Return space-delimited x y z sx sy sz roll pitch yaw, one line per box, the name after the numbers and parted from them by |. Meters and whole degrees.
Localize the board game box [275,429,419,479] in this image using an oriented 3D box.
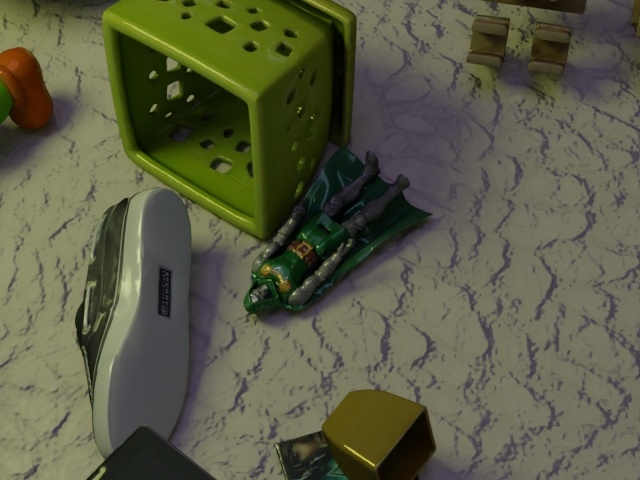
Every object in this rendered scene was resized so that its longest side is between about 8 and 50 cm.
0.040 0.263 1.112 0.126 0.026 0.186 -15 56 -7 | board game box

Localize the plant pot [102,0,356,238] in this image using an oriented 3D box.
-0.086 -0.179 1.314 0.227 0.228 0.207 32 57 23 | plant pot

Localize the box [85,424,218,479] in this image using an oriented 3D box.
-0.067 0.343 0.902 0.296 0.294 0.183 33 63 22 | box

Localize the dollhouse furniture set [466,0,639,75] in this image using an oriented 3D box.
0.308 -0.317 1.403 0.242 0.212 0.161 10 20 10 | dollhouse furniture set

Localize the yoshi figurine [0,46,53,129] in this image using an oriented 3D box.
-0.486 -0.091 1.336 0.203 0.203 0.362 54 50 -11 | yoshi figurine

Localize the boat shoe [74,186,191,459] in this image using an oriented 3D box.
-0.206 0.090 1.210 0.102 0.108 0.301 -15 63 33 | boat shoe

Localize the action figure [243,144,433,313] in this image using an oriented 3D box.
0.000 0.000 1.280 0.137 0.063 0.232 36 68 21 | action figure

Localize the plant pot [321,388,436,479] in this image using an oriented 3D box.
0.050 0.189 1.101 0.083 0.081 0.081 26 60 32 | plant pot
